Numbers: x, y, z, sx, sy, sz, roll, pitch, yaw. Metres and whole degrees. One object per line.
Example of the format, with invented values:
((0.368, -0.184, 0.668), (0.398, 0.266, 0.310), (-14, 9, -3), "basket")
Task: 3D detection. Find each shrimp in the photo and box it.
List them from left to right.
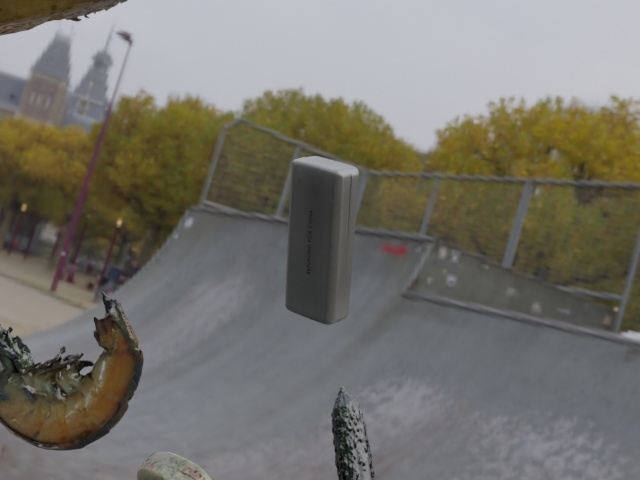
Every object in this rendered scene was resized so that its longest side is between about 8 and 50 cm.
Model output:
((-0.334, 0.113, 1.139), (0.290, 0.222, 0.054), (50, 18, -10), "shrimp")

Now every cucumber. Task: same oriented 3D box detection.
((0.063, 0.409, 1.736), (0.072, 0.300, 0.072), (-6, -20, -2), "cucumber")

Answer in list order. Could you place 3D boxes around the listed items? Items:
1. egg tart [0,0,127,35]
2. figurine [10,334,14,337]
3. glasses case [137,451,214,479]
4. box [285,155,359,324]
((-0.335, -0.294, 0.975), (0.442, 0.178, 0.443), (-11, 11, 2), "egg tart")
((-0.456, 0.159, 1.259), (0.176, 0.122, 0.121), (-24, -36, 19), "figurine")
((-0.229, 0.533, 1.750), (0.156, 0.098, 0.425), (21, -43, 27), "glasses case")
((0.000, 0.000, 1.464), (0.103, 0.244, 0.055), (18, 23, 36), "box")
